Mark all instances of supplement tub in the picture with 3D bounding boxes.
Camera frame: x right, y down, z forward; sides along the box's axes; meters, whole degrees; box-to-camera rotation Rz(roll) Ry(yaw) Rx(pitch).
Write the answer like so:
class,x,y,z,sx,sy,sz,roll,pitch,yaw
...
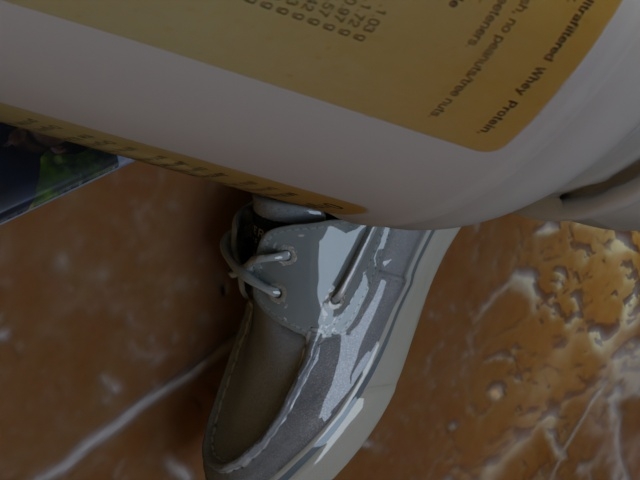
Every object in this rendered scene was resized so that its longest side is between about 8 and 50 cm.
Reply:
class,x,y,z,sx,sy,sz,roll,pitch,yaw
supplement tub,-0.022,-0.130,0.448,0.316,0.228,0.228,15,101,-30

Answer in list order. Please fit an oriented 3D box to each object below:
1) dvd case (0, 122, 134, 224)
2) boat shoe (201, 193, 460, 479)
class,x,y,z,sx,sy,sz,roll,pitch,yaw
dvd case,-0.153,-0.076,0.518,0.253,0.022,0.180,-28,104,-26
boat shoe,0.001,0.000,0.697,0.081,0.079,0.227,31,85,-35
